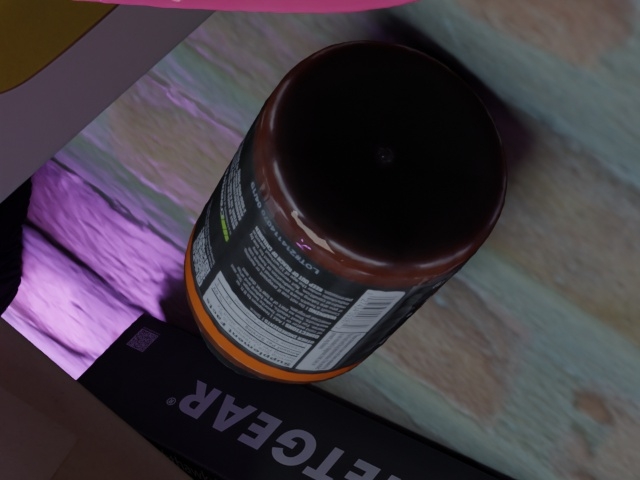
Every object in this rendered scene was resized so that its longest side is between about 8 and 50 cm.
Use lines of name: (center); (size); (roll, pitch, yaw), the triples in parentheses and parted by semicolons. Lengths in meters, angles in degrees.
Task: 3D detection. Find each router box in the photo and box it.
router box: (0.006, 0.199, 0.979); (0.309, 0.081, 0.243); (22, 145, 35)

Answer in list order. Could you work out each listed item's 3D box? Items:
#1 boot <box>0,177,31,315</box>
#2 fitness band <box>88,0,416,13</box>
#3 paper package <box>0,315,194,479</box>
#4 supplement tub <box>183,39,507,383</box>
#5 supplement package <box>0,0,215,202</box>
boot: (-0.296, -0.041, 1.030); (0.207, 0.094, 0.246); (37, 157, 5)
fitness band: (-0.044, -0.168, 0.467); (0.291, 0.054, 0.209); (5, 126, 10)
paper package: (-0.191, 0.204, 0.968); (0.325, 0.168, 0.309); (39, 154, 3)
supplement tub: (0.000, 0.000, 0.695); (0.106, 0.106, 0.198); (43, 152, 2)
supplement package: (-0.203, -0.112, 0.636); (0.198, 0.263, 0.199); (0, 130, 52)
